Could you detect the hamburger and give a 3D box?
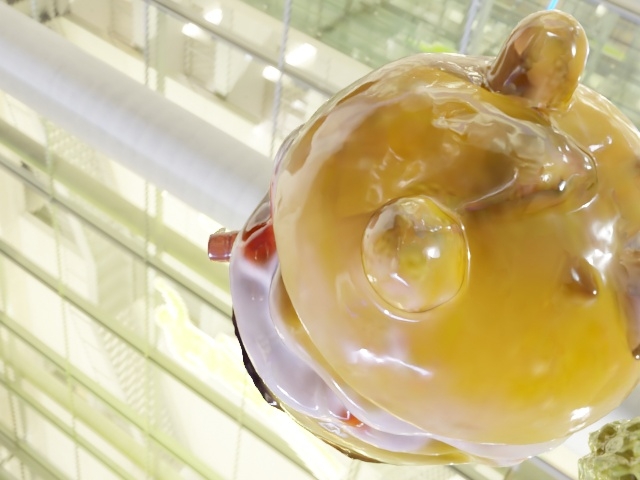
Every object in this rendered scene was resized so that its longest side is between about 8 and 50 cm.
[{"bbox_3d":[0.091,0.001,0.578,0.276,0.276,0.237,-48,-4,-26],"label":"hamburger"}]

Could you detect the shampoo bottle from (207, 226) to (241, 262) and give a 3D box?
[{"bbox_3d":[0.000,0.001,1.028,0.085,0.244,0.085,-2,-90,-84],"label":"shampoo bottle"}]

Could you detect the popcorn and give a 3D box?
[{"bbox_3d":[0.444,0.304,1.160,0.255,0.256,0.194,-28,-52,-74],"label":"popcorn"}]
